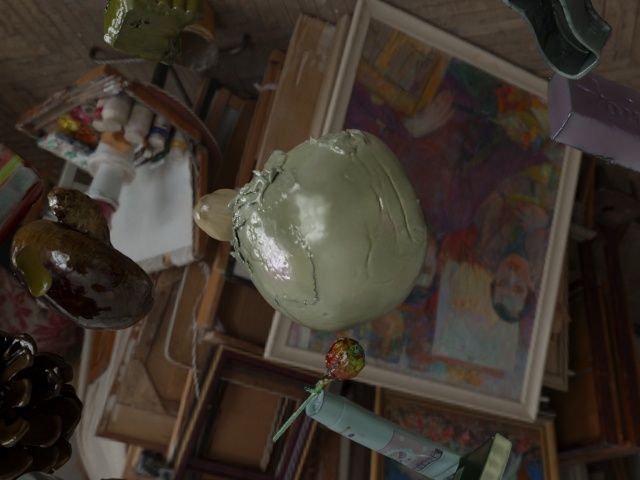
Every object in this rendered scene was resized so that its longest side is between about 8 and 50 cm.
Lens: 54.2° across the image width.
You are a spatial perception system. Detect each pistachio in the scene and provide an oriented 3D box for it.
[{"bbox_3d":[-0.250,-0.065,1.726,0.201,0.145,0.117,11,169,-13],"label":"pistachio"}]

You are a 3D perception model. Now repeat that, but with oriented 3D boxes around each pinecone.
[{"bbox_3d":[-0.648,0.313,1.202,0.385,0.384,0.384,4,150,2],"label":"pinecone"}]

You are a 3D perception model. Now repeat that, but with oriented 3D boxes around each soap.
[{"bbox_3d":[-0.371,0.038,0.808,0.034,0.089,0.012,-43,146,-3],"label":"soap"},{"bbox_3d":[0.751,-0.321,1.645,0.296,0.285,0.107,20,133,-5],"label":"soap"}]

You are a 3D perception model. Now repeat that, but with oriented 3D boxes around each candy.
[{"bbox_3d":[-0.006,0.231,0.949,0.201,0.060,0.060,-48,134,2],"label":"candy"}]

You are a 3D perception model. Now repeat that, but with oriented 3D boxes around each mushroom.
[{"bbox_3d":[-0.522,0.078,1.375,0.239,0.345,0.345,-36,149,-10],"label":"mushroom"}]

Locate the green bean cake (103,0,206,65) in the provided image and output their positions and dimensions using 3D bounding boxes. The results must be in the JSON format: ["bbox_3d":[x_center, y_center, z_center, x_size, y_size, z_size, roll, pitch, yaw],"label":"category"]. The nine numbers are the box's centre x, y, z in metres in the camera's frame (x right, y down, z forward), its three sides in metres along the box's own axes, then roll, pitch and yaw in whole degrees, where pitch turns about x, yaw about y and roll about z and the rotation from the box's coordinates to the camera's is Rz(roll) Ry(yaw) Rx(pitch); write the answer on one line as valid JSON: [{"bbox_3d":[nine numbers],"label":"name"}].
[{"bbox_3d":[-0.441,-0.582,1.660,0.233,0.124,0.236,6,156,-31],"label":"green bean cake"}]

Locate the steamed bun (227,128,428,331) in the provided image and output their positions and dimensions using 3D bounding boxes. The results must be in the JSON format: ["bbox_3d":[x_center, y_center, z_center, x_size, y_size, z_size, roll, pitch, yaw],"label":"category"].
[{"bbox_3d":[0.000,0.000,1.030,0.233,0.312,0.334,-15,159,-37],"label":"steamed bun"}]

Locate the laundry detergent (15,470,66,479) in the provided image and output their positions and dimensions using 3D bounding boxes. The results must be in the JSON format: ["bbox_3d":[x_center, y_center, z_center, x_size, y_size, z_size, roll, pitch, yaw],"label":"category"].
[{"bbox_3d":[-0.297,0.433,0.849,0.281,0.105,0.215,16,149,32],"label":"laundry detergent"}]

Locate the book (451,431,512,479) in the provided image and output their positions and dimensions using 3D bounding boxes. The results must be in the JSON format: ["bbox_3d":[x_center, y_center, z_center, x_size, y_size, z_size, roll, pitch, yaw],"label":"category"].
[{"bbox_3d":[0.172,0.474,0.905,0.043,0.371,0.260,25,155,12],"label":"book"}]

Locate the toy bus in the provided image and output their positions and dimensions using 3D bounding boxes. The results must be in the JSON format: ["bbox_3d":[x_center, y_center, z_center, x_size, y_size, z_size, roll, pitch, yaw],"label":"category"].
[{"bbox_3d":[-0.542,-0.028,0.948,0.120,0.265,0.121,38,154,-12],"label":"toy bus"}]

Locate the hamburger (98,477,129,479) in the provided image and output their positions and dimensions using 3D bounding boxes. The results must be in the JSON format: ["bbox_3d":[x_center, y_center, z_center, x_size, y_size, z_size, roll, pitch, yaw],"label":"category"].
[{"bbox_3d":[-0.487,0.555,1.264,0.262,0.124,0.130,-21,111,-7],"label":"hamburger"}]

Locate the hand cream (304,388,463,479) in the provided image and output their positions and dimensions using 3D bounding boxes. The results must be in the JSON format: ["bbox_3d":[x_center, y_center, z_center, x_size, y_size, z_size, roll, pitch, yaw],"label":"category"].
[{"bbox_3d":[0.119,0.338,1.079,0.331,0.058,0.085,31,119,-25],"label":"hand cream"}]

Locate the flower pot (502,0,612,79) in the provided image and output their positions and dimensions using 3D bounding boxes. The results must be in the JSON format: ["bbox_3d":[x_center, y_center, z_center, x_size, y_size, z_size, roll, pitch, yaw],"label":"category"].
[{"bbox_3d":[0.468,-0.435,1.215,0.229,0.108,0.103,48,148,-14],"label":"flower pot"}]
